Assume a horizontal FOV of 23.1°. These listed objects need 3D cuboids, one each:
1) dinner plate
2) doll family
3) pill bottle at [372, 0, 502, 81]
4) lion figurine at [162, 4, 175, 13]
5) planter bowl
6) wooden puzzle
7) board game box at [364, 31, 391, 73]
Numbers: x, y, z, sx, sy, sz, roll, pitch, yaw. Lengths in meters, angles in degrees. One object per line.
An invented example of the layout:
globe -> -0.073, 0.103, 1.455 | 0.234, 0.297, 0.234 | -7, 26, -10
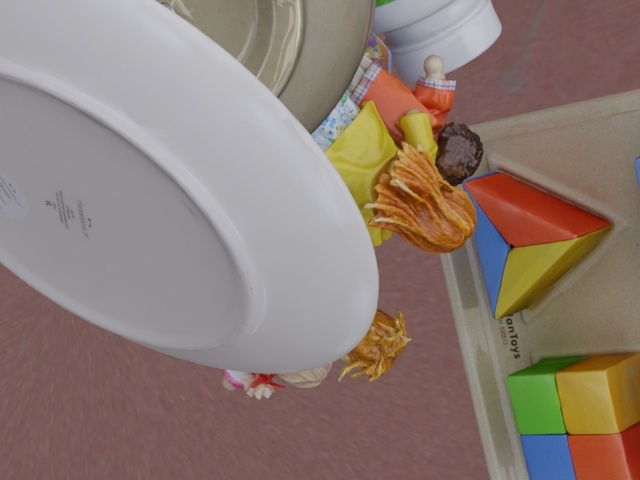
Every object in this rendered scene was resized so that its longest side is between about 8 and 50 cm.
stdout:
dinner plate -> -0.053, -0.011, 0.359 | 0.141, 0.141, 0.017 | 38, 59, -6
doll family -> 0.000, 0.000, 0.969 | 0.163, 0.118, 0.263 | 35, 104, 1
pill bottle -> 0.058, -0.264, 1.338 | 0.136, 0.136, 0.245 | -34, 111, -8
lion figurine -> -0.033, -0.218, 1.025 | 0.142, 0.392, 0.240 | 59, 38, -36
planter bowl -> -0.056, -0.090, 0.594 | 0.162, 0.109, 0.162 | -1, 106, -2
wooden puzzle -> 0.232, 0.056, 1.113 | 0.080, 0.348, 0.322 | -17, 95, -48
board game box -> -0.007, -0.117, 1.339 | 0.133, 0.033, 0.168 | 15, 123, 23
